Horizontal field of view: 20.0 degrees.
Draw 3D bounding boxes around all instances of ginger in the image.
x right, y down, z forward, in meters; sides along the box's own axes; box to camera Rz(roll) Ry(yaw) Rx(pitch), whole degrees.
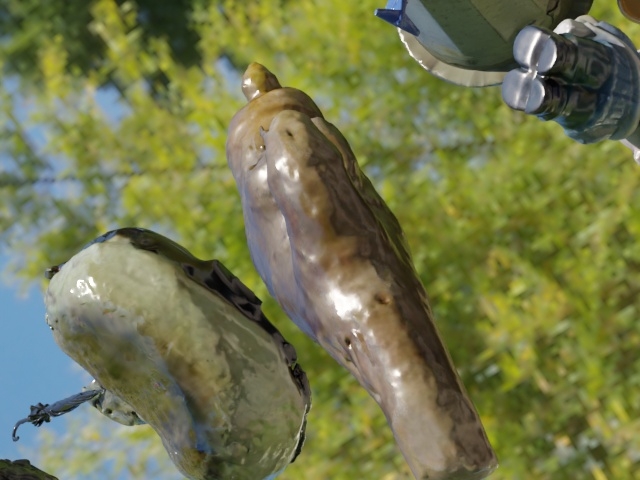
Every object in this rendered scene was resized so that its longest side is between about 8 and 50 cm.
[{"bbox_3d":[0.000,-0.001,0.927,0.166,0.080,0.333,63,-178,-20],"label":"ginger"}]

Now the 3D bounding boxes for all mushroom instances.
[{"bbox_3d":[-0.170,0.140,2.003,0.344,0.247,0.130,52,-155,2],"label":"mushroom"}]

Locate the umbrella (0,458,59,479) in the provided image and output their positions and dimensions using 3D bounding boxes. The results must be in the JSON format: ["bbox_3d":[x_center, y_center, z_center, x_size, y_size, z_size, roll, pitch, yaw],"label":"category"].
[{"bbox_3d":[-0.226,0.171,1.207,0.071,0.080,0.224,59,178,17],"label":"umbrella"}]

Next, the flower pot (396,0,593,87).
[{"bbox_3d":[0.134,-0.275,1.684,0.212,0.212,0.202,65,-167,25],"label":"flower pot"}]

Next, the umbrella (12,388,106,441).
[{"bbox_3d":[-0.207,0.130,1.426,0.022,0.149,0.022,26,-125,-29],"label":"umbrella"}]

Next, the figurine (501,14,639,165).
[{"bbox_3d":[0.178,-0.086,1.028,0.149,0.086,0.087,10,-173,-36],"label":"figurine"}]

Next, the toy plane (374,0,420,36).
[{"bbox_3d":[0.077,-0.223,1.237,0.054,0.167,0.062,23,177,-24],"label":"toy plane"}]

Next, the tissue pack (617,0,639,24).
[{"bbox_3d":[0.406,-0.254,1.790,0.194,0.145,0.274,23,-171,13],"label":"tissue pack"}]
